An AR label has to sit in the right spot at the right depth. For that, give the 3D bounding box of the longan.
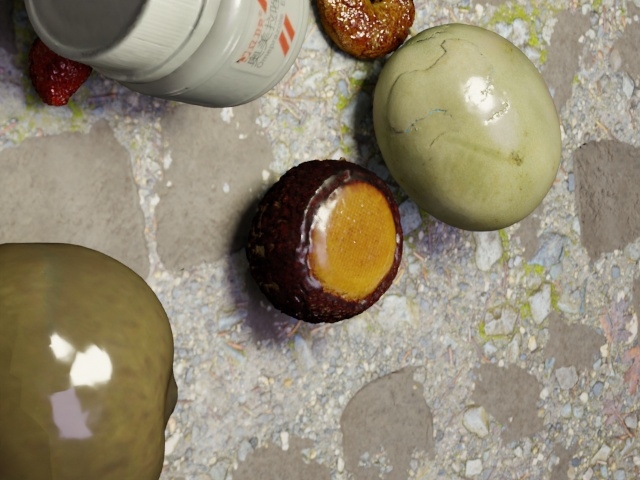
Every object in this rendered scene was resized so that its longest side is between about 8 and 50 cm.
[{"bbox_3d":[-0.320,0.182,1.585,0.361,0.361,0.361,-5,98,-40],"label":"longan"}]

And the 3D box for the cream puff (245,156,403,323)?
[{"bbox_3d":[0.000,0.000,1.934,0.239,0.164,0.239,-5,98,-41],"label":"cream puff"}]

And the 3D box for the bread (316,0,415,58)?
[{"bbox_3d":[0.072,-0.358,2.027,0.193,0.064,0.193,-2,93,-42],"label":"bread"}]

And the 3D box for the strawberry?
[{"bbox_3d":[-0.323,-0.214,1.690,0.083,0.083,0.097,5,95,-41],"label":"strawberry"}]

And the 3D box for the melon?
[{"bbox_3d":[0.215,-0.176,2.039,0.268,0.268,0.330,-45,111,-28],"label":"melon"}]

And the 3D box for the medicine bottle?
[{"bbox_3d":[-0.183,-0.294,1.650,0.306,0.245,0.245,2,93,-59],"label":"medicine bottle"}]
